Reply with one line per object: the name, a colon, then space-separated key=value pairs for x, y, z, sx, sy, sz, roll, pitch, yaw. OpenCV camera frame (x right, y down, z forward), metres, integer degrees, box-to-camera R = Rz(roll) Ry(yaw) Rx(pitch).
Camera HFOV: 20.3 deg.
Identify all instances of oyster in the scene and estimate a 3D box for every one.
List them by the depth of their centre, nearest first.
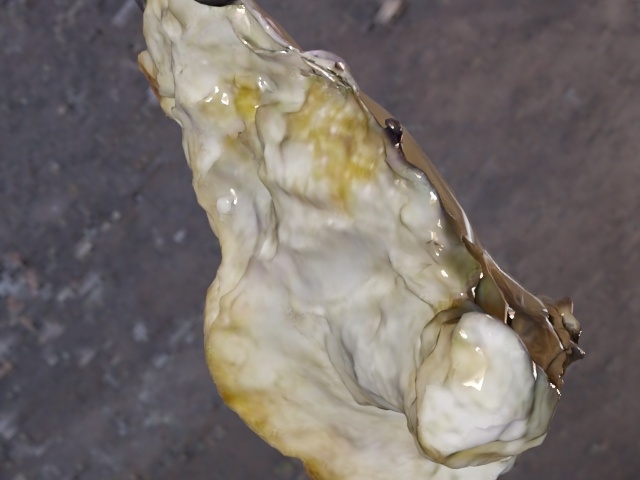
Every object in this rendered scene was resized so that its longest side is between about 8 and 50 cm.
oyster: x=0.000 y=0.000 z=0.424 sx=0.081 sy=0.163 sz=0.191 roll=-37 pitch=-165 yaw=-8
